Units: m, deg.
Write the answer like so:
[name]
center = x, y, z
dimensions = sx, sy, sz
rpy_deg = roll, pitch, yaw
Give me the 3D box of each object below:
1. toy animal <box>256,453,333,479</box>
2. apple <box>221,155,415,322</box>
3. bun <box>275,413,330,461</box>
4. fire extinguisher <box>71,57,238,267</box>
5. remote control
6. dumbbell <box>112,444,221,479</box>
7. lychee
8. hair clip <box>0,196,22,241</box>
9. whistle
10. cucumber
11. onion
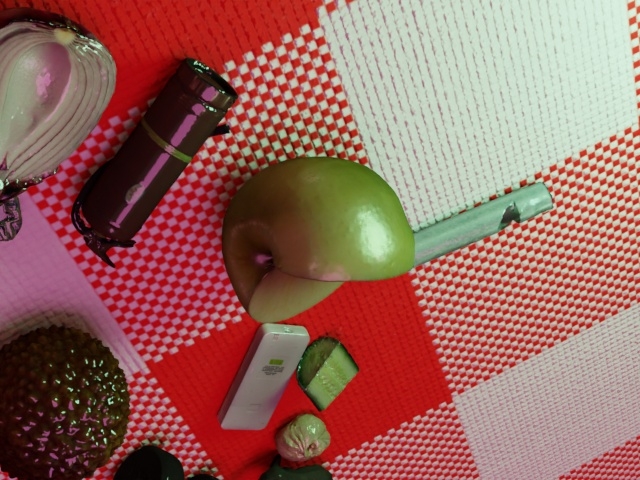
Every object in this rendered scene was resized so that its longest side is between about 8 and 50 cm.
[toy animal]
center = -0.075, 0.514, 2.141
dimensions = 0.245, 0.114, 0.146
rpy_deg = -4, 139, -50
[apple]
center = -0.011, -0.017, 1.624
dimensions = 0.258, 0.233, 0.295
rpy_deg = -19, 176, -36
[bun]
center = -0.032, 0.405, 2.085
dimensions = 0.115, 0.069, 0.115
rpy_deg = -13, 133, -14
[fire extinguisher]
center = -0.249, -0.103, 1.536
dimensions = 0.141, 0.105, 0.341
rpy_deg = 27, 110, -37
[remote control]
center = -0.108, 0.260, 1.953
dimensions = 0.103, 0.034, 0.250
rpy_deg = 7, 124, -30
[dumbbell]
center = -0.281, 0.498, 1.989
dimensions = 0.152, 0.152, 0.218
rpy_deg = -40, 132, 9
[lychee]
center = -0.427, 0.276, 1.668
dimensions = 0.267, 0.267, 0.267
rpy_deg = -13, 131, -15
[hair clip]
center = -0.475, -0.097, 1.481
dimensions = 0.066, 0.036, 0.229
rpy_deg = -14, 128, -16
[whistle]
center = 0.271, -0.025, 1.880
dimensions = 0.312, 0.062, 0.062
rpy_deg = -22, 133, -7
[cucumber]
center = 0.006, 0.251, 1.977
dimensions = 0.116, 0.062, 0.115
rpy_deg = -46, 134, -11
[onion]
center = -0.411, -0.177, 1.371
dimensions = 0.227, 0.120, 0.283
rpy_deg = 20, 102, -51
